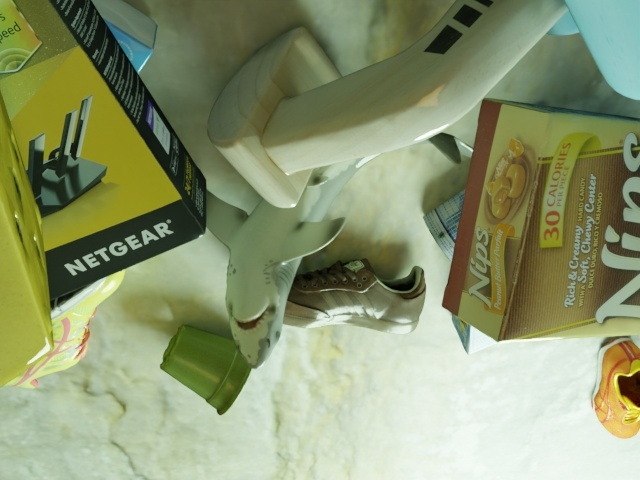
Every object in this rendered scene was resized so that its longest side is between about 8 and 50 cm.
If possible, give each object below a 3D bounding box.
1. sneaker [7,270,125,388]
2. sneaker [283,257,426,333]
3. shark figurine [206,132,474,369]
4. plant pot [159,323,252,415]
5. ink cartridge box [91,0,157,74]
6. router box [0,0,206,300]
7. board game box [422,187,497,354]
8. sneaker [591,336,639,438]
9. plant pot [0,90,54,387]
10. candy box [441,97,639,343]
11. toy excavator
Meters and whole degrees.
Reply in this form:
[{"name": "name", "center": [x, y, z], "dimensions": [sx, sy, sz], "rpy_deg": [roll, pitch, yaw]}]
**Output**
[{"name": "sneaker", "center": [-0.248, 0.075, 0.719], "dimensions": [0.208, 0.081, 0.094], "rpy_deg": [-34, 132, 23]}, {"name": "sneaker", "center": [0.018, 0.046, 0.761], "dimensions": [0.188, 0.066, 0.071], "rpy_deg": [7, 108, -22]}, {"name": "shark figurine", "center": [0.007, -0.027, 0.693], "dimensions": [0.278, 0.166, 0.116], "rpy_deg": [-42, 150, -1]}, {"name": "plant pot", "center": [-0.120, 0.126, 0.781], "dimensions": [0.079, 0.083, 0.083], "rpy_deg": [28, 117, -14]}, {"name": "ink cartridge box", "center": [-0.218, -0.116, 0.585], "dimensions": [0.104, 0.060, 0.180], "rpy_deg": [29, 117, -27]}, {"name": "router box", "center": [-0.271, -0.054, 0.532], "dimensions": [0.309, 0.081, 0.243], "rpy_deg": [-23, 126, 9]}, {"name": "board game box", "center": [0.199, 0.024, 0.769], "dimensions": [0.194, 0.060, 0.194], "rpy_deg": [-35, 125, 14]}, {"name": "sneaker", "center": [0.372, 0.196, 0.926], "dimensions": [0.064, 0.067, 0.175], "rpy_deg": [-20, 129, 2]}, {"name": "plant pot", "center": [-0.256, -0.010, 0.400], "dimensions": [0.187, 0.212, 0.212], "rpy_deg": [-14, 128, -15]}, {"name": "candy box", "center": [0.270, -0.015, 0.664], "dimensions": [0.316, 0.087, 0.183], "rpy_deg": [1, 106, -28]}, {"name": "toy excavator", "center": [0.160, -0.177, 0.488], "dimensions": [0.445, 0.433, 0.222], "rpy_deg": [-48, 125, -10]}]
